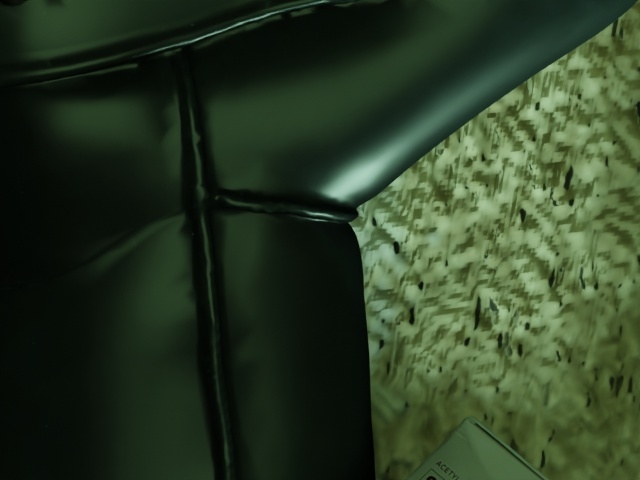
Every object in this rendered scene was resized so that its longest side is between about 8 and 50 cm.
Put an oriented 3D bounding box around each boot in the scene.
[{"bbox_3d":[0.000,0.000,0.567,0.246,0.094,0.207,-16,116,-23],"label":"boot"}]

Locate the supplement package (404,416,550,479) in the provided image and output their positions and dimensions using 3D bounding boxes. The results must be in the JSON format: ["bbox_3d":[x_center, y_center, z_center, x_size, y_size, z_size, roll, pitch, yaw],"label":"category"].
[{"bbox_3d":[0.044,0.203,0.566,0.203,0.149,0.194,-43,145,-11],"label":"supplement package"}]
